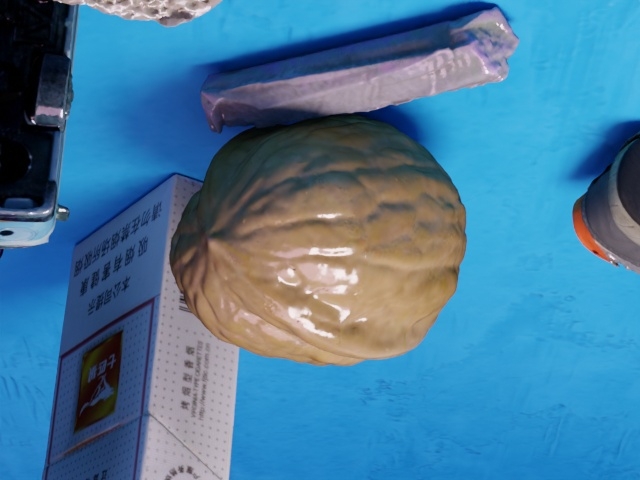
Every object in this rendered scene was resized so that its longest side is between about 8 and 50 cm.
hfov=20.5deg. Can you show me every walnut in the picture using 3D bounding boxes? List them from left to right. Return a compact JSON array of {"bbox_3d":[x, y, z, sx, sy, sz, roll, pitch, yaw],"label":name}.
[{"bbox_3d":[0.000,0.000,1.462,0.225,0.225,0.261,-20,164,39],"label":"walnut"}]

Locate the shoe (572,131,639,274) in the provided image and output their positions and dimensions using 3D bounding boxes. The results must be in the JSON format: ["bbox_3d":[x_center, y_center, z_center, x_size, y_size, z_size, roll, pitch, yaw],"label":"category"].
[{"bbox_3d":[0.365,0.011,1.583,0.336,0.132,0.171,16,157,-23],"label":"shoe"}]

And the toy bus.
[{"bbox_3d":[-0.223,-0.120,1.178,0.133,0.271,0.165,6,158,-6],"label":"toy bus"}]

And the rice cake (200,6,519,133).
[{"bbox_3d":[0.024,-0.131,1.389,0.270,0.049,0.055,-11,138,26],"label":"rice cake"}]

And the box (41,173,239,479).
[{"bbox_3d":[-0.164,0.131,1.634,0.095,0.330,0.210,18,151,-29],"label":"box"}]

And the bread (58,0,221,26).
[{"bbox_3d":[-0.197,-0.233,1.008,0.337,0.183,0.102,10,135,-34],"label":"bread"}]

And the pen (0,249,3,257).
[{"bbox_3d":[-0.404,-0.037,1.650,0.033,0.033,0.269,-16,149,34],"label":"pen"}]
